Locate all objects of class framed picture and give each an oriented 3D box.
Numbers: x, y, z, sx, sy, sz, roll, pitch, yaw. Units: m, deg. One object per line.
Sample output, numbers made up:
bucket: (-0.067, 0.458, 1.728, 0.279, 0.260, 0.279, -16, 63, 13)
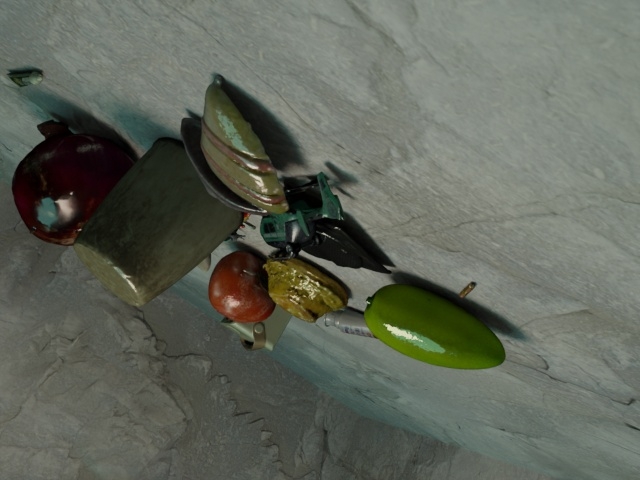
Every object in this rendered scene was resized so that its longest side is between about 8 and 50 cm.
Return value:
framed picture: (-0.023, -0.076, 1.625, 0.109, 0.011, 0.149, 24, 162, 17)

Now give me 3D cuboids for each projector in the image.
projector: (-0.203, 0.244, 2.427, 0.177, 0.243, 0.163, 34, 165, -17)

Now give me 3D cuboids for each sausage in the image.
sausage: (0.316, 0.108, 1.583, 0.015, 0.015, 0.100, 29, 163, 5)

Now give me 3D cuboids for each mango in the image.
mango: (0.267, 0.213, 1.719, 0.343, 0.156, 0.192, 23, 162, 18)

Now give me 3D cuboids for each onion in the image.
onion: (-0.677, -0.182, 1.987, 0.385, 0.347, 0.348, 62, 172, 19)

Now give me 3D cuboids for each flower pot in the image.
flower pot: (-0.391, -0.033, 1.734, 0.293, 0.330, 0.294, 31, 151, 19)

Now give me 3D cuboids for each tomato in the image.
tomato: (-0.244, 0.144, 2.247, 0.188, 0.232, 0.232, -26, 134, 20)

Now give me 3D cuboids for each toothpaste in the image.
toothpaste: (0.155, 0.263, 2.206, 0.299, 0.073, 0.114, 12, 157, 26)
toothpaste: (-0.736, -0.403, 1.833, 0.204, 0.032, 0.049, 12, 153, 50)

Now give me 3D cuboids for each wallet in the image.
wallet: (0.000, 0.000, 1.741, 0.322, 0.041, 0.247, 18, 162, 46)

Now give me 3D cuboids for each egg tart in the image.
egg tart: (-0.055, 0.150, 2.123, 0.294, 0.123, 0.294, 26, 161, 10)

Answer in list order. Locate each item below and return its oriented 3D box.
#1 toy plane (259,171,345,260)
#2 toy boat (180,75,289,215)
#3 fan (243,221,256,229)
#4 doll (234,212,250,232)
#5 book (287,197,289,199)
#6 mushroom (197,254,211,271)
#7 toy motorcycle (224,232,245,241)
toy plane: (-0.052, -0.048, 1.545, 0.381, 0.106, 0.155, -6, 108, 63)
toy boat: (-0.167, -0.152, 1.438, 0.276, 0.111, 0.293, 51, 163, -9)
fan: (-0.273, -0.091, 1.992, 0.226, 0.008, 0.152, 34, 163, -10)
doll: (-0.233, -0.066, 1.921, 0.109, 0.057, 0.169, 21, 166, 0)
book: (-0.118, -0.117, 1.645, 0.111, 0.014, 0.077, 43, 163, -25)
mushroom: (-0.420, -0.057, 2.114, 0.177, 0.126, 0.397, 37, 165, 23)
toy motorcycle: (-0.290, -0.040, 2.077, 0.100, 0.058, 0.173, 19, 163, 33)
